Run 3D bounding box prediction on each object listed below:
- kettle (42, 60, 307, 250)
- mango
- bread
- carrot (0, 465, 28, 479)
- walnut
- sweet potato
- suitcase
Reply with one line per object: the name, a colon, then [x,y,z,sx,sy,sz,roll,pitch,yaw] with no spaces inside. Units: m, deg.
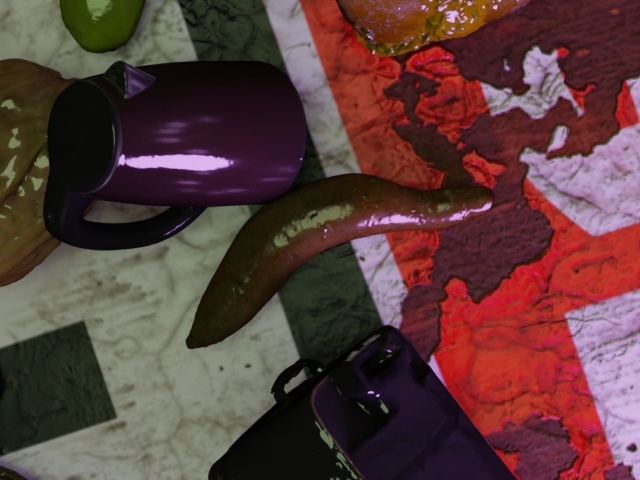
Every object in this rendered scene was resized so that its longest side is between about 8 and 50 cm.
kettle: [-0.154,-0.083,1.503,0.144,0.232,0.202,49,125,31]
mango: [-0.214,-0.269,1.586,0.091,0.074,0.165,9,94,8]
bread: [0.121,-0.280,1.488,0.246,0.195,0.176,-25,86,7]
carrot: [-0.373,0.249,1.641,0.342,0.070,0.070,30,96,5]
walnut: [-0.319,-0.067,1.556,0.198,0.198,0.245,38,96,3]
sweet potato: [0.000,-0.007,1.582,0.346,0.079,0.108,-25,119,6]
suitcase: [0.097,0.294,1.489,0.194,0.283,0.434,-36,90,25]
